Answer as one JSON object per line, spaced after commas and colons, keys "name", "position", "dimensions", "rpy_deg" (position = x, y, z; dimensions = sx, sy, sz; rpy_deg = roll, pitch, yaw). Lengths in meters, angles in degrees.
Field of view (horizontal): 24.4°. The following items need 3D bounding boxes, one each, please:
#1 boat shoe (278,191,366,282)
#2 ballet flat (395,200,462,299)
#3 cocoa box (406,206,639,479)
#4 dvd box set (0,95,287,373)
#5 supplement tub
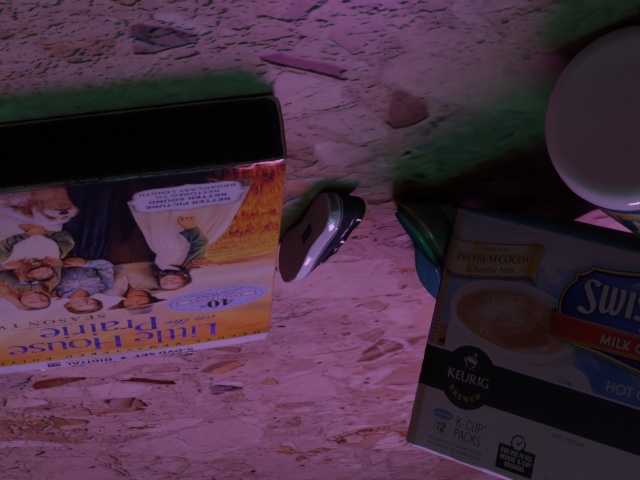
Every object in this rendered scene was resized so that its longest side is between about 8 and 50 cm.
{"name": "boat shoe", "position": [0.000, 0.000, 1.364], "dimensions": [0.040, 0.049, 0.142], "rpy_deg": [0, 154, -24]}
{"name": "ballet flat", "position": [0.118, -0.003, 1.406], "dimensions": [0.068, 0.072, 0.213], "rpy_deg": [-38, 158, -4]}
{"name": "cocoa box", "position": [0.294, 0.116, 1.314], "dimensions": [0.347, 0.228, 0.231], "rpy_deg": [16, -173, 37]}
{"name": "dvd box set", "position": [-0.190, 0.012, 1.293], "dimensions": [0.308, 0.062, 0.420], "rpy_deg": [-6, 158, -8]}
{"name": "supplement tub", "position": [0.279, -0.073, 1.173], "dimensions": [0.144, 0.144, 0.200], "rpy_deg": [-22, 155, 27]}
